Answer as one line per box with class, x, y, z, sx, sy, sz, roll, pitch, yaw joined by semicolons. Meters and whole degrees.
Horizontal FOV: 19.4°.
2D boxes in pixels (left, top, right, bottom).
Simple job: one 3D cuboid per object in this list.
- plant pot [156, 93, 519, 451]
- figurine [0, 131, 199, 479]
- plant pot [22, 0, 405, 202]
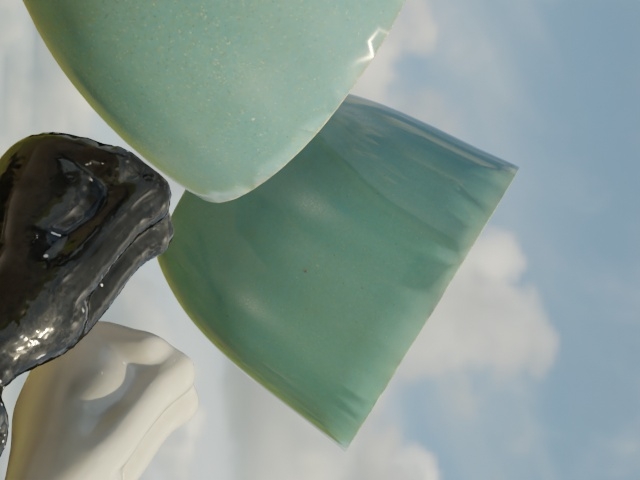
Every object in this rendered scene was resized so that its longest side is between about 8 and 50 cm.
plant pot;0.000;0.000;1.650;0.293;0.235;0.293;-58;176;-7
figurine;-0.149;0.092;0.914;0.215;0.092;0.209;86;26;-44
plant pot;-0.083;-0.197;1.172;0.290;0.195;0.290;-45;-152;32
